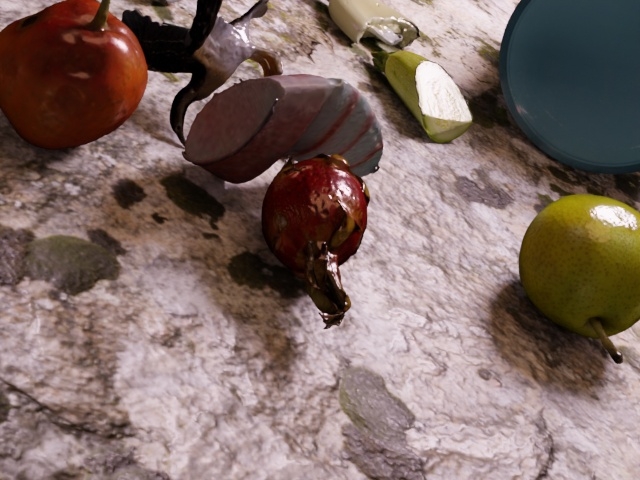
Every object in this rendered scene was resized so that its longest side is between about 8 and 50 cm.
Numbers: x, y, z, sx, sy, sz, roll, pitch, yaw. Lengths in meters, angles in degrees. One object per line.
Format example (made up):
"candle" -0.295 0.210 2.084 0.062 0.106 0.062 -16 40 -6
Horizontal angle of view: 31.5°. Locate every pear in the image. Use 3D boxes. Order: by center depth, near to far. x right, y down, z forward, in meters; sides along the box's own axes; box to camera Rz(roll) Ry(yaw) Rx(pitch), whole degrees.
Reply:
"pear" 0.324 0.049 1.363 0.180 0.166 0.216 24 54 -30

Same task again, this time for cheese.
"cheese" 0.039 -0.377 1.794 0.235 0.050 0.127 42 37 17

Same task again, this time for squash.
"squash" 0.140 -0.234 1.658 0.090 0.075 0.200 -23 54 -20

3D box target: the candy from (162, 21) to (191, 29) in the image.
"candy" -0.175 -0.291 1.553 0.083 0.025 0.023 13 54 -11

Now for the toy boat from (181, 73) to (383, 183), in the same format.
"toy boat" -0.004 -0.117 1.327 0.282 0.206 0.096 14 52 -48

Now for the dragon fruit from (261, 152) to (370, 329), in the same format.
"dragon fruit" 0.000 0.000 1.212 0.125 0.125 0.246 17 42 -24

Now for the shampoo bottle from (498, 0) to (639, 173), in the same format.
"shampoo bottle" 0.481 -0.314 1.784 0.331 0.331 0.343 33 32 7

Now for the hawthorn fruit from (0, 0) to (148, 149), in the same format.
"hawthorn fruit" -0.237 -0.217 1.173 0.165 0.285 0.165 24 40 -22

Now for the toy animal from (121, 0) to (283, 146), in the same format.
"toy animal" -0.124 -0.212 1.351 0.160 0.272 0.197 -5 87 -22

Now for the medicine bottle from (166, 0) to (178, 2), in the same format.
"medicine bottle" -0.236 -0.399 1.597 0.130 0.080 0.080 44 37 22
